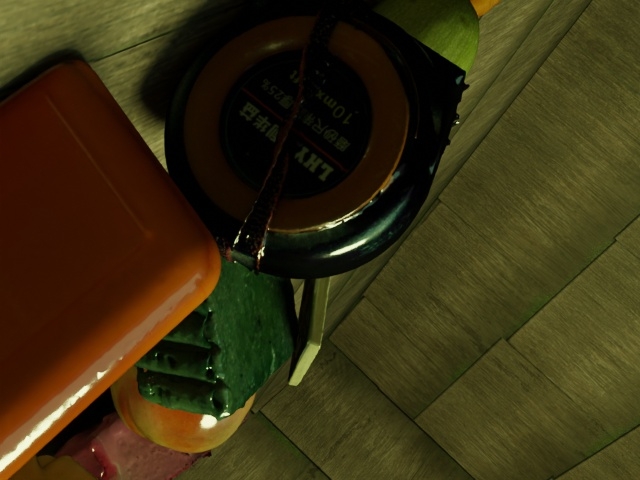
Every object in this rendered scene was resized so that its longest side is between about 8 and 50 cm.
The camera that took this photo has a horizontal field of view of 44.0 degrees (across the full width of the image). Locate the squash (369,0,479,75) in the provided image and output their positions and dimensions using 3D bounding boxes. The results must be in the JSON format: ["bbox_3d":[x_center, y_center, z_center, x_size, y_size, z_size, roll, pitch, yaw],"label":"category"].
[{"bbox_3d":[0.064,-0.165,0.797,0.247,0.132,0.132,-48,171,-6],"label":"squash"}]

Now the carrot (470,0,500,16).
[{"bbox_3d":[0.131,-0.257,0.921,0.257,0.061,0.061,-39,168,-25],"label":"carrot"}]

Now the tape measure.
[{"bbox_3d":[-0.009,-0.078,0.599,0.223,0.202,0.135,-51,168,-5],"label":"tape measure"}]

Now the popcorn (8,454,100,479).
[{"bbox_3d":[-0.315,0.373,0.673,0.390,0.344,0.354,-36,-172,5],"label":"popcorn"}]

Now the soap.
[{"bbox_3d":[-0.258,0.298,1.138,0.220,0.127,0.325,-35,172,16],"label":"soap"}]

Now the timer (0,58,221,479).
[{"bbox_3d":[-0.211,0.048,0.531,0.257,0.161,0.250,-44,-175,-21],"label":"timer"}]

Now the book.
[{"bbox_3d":[0.000,0.000,0.969,0.228,0.018,0.322,111,-12,-67],"label":"book"}]

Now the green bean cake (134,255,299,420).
[{"bbox_3d":[-0.105,0.057,0.815,0.208,0.107,0.193,-32,119,-62],"label":"green bean cake"}]

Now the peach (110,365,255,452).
[{"bbox_3d":[-0.166,0.162,0.961,0.184,0.184,0.184,-45,170,-10],"label":"peach"}]
